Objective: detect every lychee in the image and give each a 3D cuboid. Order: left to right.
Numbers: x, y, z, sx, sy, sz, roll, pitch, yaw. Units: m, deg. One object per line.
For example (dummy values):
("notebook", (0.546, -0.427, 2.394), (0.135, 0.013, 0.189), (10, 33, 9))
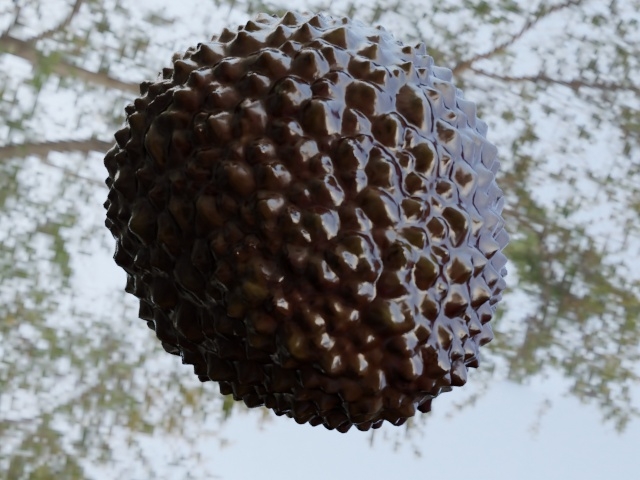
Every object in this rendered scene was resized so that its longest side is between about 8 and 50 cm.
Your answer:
("lychee", (0.000, 0.000, 0.783), (0.271, 0.271, 0.271), (-21, -118, 46))
